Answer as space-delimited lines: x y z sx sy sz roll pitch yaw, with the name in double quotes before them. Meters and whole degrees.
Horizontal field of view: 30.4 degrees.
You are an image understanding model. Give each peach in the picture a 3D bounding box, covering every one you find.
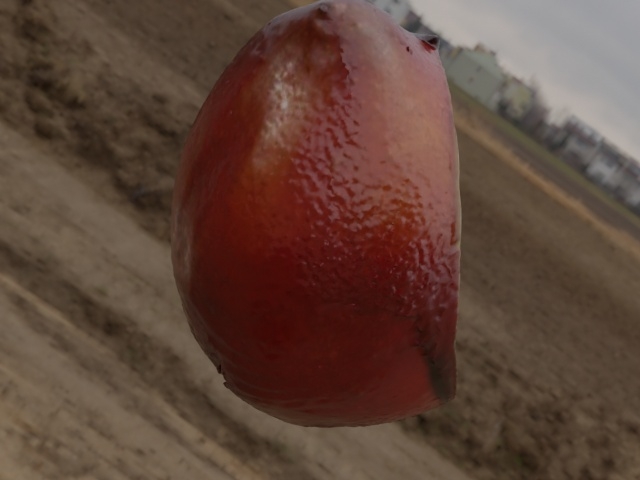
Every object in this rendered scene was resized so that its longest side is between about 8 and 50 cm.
"peach" 0.001 0.007 0.624 0.267 0.159 0.154 88 -8 -56
